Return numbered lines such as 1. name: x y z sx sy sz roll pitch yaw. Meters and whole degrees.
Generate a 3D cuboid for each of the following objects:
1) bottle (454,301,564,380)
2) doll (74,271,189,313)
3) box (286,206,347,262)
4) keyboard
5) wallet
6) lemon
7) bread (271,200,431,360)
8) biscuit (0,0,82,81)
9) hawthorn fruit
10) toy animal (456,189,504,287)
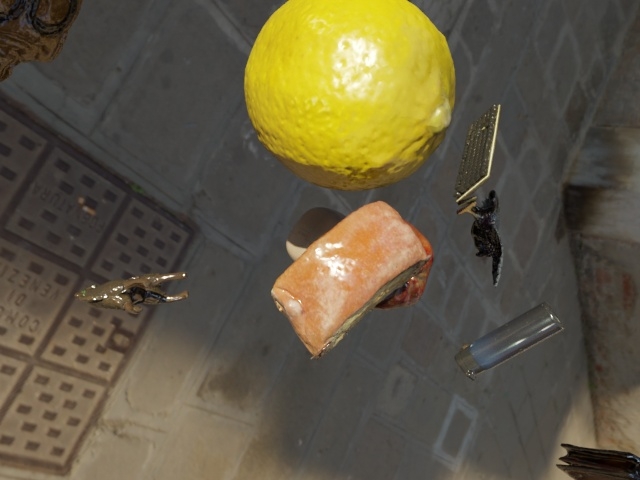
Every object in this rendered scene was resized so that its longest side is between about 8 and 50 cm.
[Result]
1. bottle: 0.414 0.224 1.272 0.244 0.082 0.072 -37 130 21
2. doll: -0.328 0.088 0.964 0.139 0.165 0.057 -14 100 -65
3. box: 0.000 0.000 1.220 0.088 0.200 0.146 34 87 -25
4. keyboard: 0.341 -0.195 1.238 0.027 0.106 0.317 35 42 -9
5. wallet: 0.411 0.322 0.703 0.042 0.196 0.161 -57 179 -17
6. lemon: 0.042 -0.234 0.887 0.336 0.336 0.335 -17 113 -45
7. bread: 0.039 0.055 0.812 0.244 0.123 0.190 -36 168 -35
8. biscuit: -0.430 -0.336 0.798 0.290 0.041 0.208 -54 162 22
9. hawthorn fruit: 0.162 0.050 1.559 0.254 0.300 0.254 -5 105 -20
10. toy animal: 0.247 -0.020 0.847 0.108 0.062 0.220 61 25 -24
